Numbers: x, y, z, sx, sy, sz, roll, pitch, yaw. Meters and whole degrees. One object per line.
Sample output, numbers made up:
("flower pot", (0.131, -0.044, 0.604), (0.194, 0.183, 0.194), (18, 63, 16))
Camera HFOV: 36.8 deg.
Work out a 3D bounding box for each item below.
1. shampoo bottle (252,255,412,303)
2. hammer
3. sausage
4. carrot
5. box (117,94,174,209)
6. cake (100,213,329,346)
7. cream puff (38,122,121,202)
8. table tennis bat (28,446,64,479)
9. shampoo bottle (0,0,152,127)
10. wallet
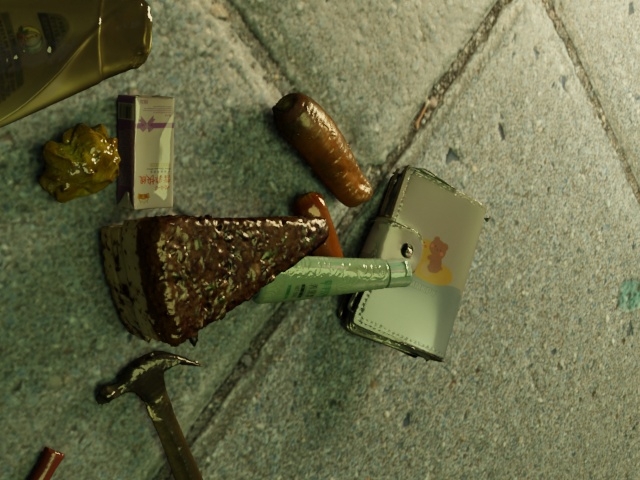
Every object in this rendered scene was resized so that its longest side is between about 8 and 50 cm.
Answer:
("shampoo bottle", (0.016, 0.043, 1.139), (0.191, 0.041, 0.069), (-2, 134, -21))
("hammer", (-0.155, 0.257, 1.087), (0.125, 0.027, 0.297), (-30, 117, -30))
("sausage", (0.000, 0.000, 1.166), (0.039, 0.041, 0.131), (-25, 116, -17))
("carrot", (0.008, -0.105, 1.144), (0.186, 0.060, 0.060), (48, 66, -40))
("box", (-0.179, -0.090, 0.987), (0.051, 0.036, 0.117), (-8, 104, -41))
("cake", (-0.110, -0.007, 1.017), (0.246, 0.112, 0.135), (-37, 119, -32))
("cream puff", (-0.229, -0.074, 0.929), (0.083, 0.058, 0.083), (6, 96, -45))
("table tennis bat", (-0.304, 0.279, 0.962), (0.098, 0.019, 0.154), (37, 76, -40))
("shampoo bottle", (-0.304, -0.152, 0.827), (0.350, 0.084, 0.125), (-23, 116, -38))
("wallet", (0.123, 0.031, 1.269), (0.170, 0.069, 0.230), (25, 77, -25))
